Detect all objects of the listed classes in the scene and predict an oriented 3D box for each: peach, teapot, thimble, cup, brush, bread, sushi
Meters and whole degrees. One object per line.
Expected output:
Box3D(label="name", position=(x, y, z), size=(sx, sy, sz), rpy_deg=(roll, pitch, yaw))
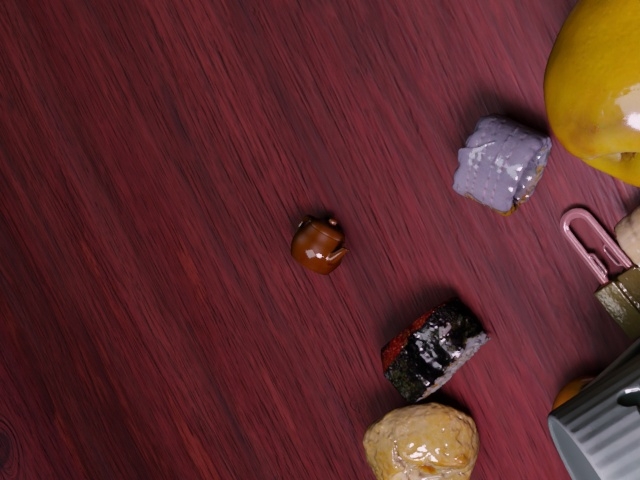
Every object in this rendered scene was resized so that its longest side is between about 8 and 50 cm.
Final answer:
Box3D(label="peach", position=(0.461, -0.236, 1.143), size=(0.289, 0.289, 0.308), rpy_deg=(19, 87, 28))
Box3D(label="teapot", position=(0.000, 0.000, 1.696), size=(0.173, 0.116, 0.116), rpy_deg=(42, 135, 49))
Box3D(label="thimble", position=(0.299, -0.127, 1.395), size=(0.118, 0.127, 0.151), rpy_deg=(31, 123, 23))
Box3D(label="cup", position=(0.553, 0.269, 1.193), size=(0.392, 0.401, 0.310), rpy_deg=(-28, 76, 0))
Box3D(label="brush", position=(0.481, 0.045, 1.394), size=(0.233, 0.047, 0.103), rpy_deg=(52, 130, 7))
Box3D(label="bread", position=(0.204, 0.429, 1.677), size=(0.244, 0.134, 0.244), rpy_deg=(0, 136, 0))
Box3D(label="sushi", position=(0.212, 0.214, 1.612), size=(0.126, 0.136, 0.225), rpy_deg=(55, 136, 14))

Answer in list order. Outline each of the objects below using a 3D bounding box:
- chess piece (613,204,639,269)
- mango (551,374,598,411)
Box3D(label="chess piece", position=(0.579, -0.072, 1.229), size=(0.137, 0.137, 0.301), rpy_deg=(44, 126, 12))
Box3D(label="mango", position=(0.521, 0.332, 1.440), size=(0.254, 0.139, 0.175), rpy_deg=(32, 142, 10))
